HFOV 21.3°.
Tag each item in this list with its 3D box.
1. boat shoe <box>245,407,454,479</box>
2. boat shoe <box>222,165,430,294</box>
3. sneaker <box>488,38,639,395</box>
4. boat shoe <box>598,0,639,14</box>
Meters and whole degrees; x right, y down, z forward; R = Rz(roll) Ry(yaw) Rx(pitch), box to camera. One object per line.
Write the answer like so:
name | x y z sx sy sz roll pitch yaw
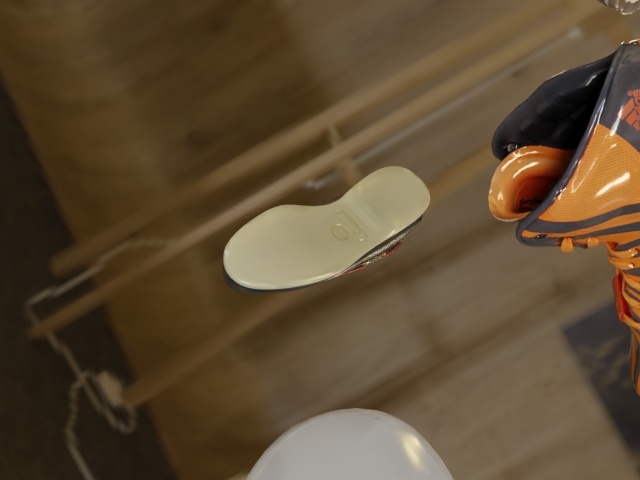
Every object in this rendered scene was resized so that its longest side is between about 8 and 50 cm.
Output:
boat shoe | 0.028 0.267 0.788 0.156 0.136 0.367 85 -3 -55
boat shoe | 0.001 0.001 0.914 0.049 0.133 0.042 54 -36 16
sneaker | 0.188 -0.009 1.061 0.124 0.180 0.321 -103 -169 -45
boat shoe | 0.248 -0.212 0.779 0.096 0.324 0.116 52 8 18
